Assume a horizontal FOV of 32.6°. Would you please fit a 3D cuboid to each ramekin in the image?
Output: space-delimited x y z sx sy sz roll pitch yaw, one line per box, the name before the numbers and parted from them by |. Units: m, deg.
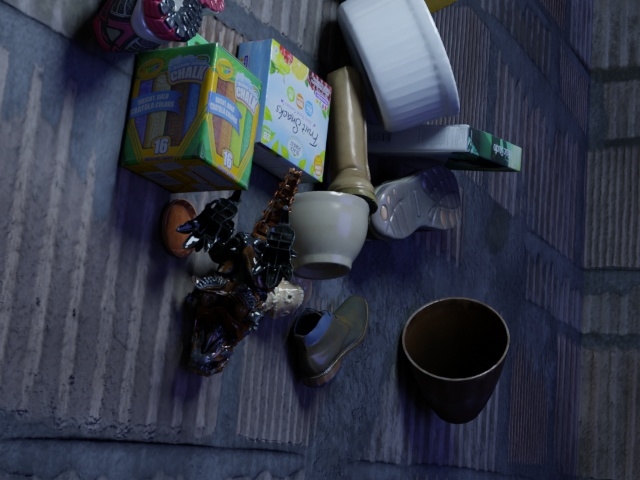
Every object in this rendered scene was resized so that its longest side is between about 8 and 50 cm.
ramekin | 0.133 -0.328 1.954 0.277 0.135 0.277 -22 90 -89

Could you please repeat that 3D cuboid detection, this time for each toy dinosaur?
toy dinosaur | -0.114 0.032 1.579 0.218 0.164 0.321 91 3 -66

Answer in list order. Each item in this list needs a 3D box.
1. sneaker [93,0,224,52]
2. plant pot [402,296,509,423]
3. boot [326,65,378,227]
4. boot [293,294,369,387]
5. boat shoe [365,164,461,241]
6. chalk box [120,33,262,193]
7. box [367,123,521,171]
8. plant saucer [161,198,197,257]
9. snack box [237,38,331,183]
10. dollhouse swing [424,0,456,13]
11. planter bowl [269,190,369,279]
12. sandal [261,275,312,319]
sneaker | -0.210 -0.332 1.452 0.299 0.112 0.120 -66 139 -63
plant pot | 0.285 0.273 2.289 0.230 0.215 0.215 81 25 -46
boot | 0.043 -0.169 1.866 0.236 0.089 0.269 102 -14 -78
boot | 0.021 0.143 1.893 0.219 0.082 0.106 -58 140 -44
boat shoe | 0.155 -0.072 2.107 0.355 0.130 0.132 -10 94 -56
chalk box | -0.168 -0.184 1.490 0.132 0.132 0.213 31 62 -59
box | 0.236 -0.180 2.151 0.322 0.232 0.058 4 90 -62
plant saucer | -0.200 -0.018 1.551 0.083 0.013 0.083 4 86 -61
snack box | -0.062 -0.201 1.759 0.207 0.070 0.174 29 63 -57
dollhouse swing | 0.323 -0.698 2.260 0.315 0.305 0.346 49 46 -50
planter bowl | 0.000 0.000 1.754 0.162 0.162 0.109 30 54 -58
sandal | -0.056 0.081 1.749 0.240 0.079 0.088 -6 95 -62
